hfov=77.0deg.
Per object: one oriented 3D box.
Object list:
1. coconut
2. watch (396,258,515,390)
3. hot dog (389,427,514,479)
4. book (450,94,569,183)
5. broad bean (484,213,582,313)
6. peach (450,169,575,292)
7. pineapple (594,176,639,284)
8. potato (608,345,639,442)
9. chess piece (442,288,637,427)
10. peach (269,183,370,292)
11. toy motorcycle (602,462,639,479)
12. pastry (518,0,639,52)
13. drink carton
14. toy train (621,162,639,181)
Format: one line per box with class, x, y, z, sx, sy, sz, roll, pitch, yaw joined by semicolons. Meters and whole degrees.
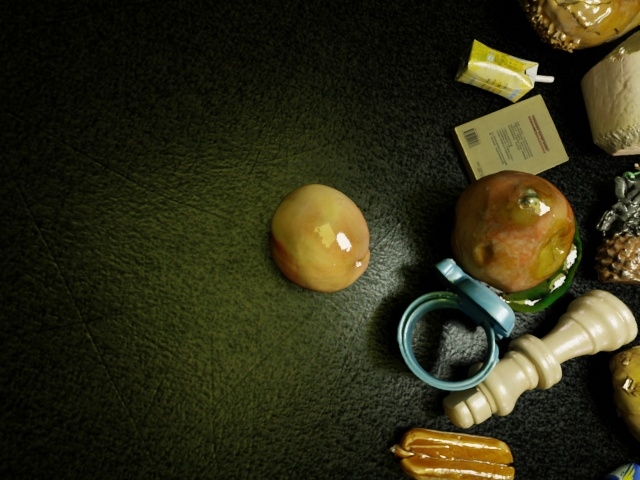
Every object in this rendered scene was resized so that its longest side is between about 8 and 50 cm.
coconut;0.677;-0.309;0.818;0.239;0.239;0.245;-6;86;-11
watch;0.230;0.162;0.725;0.211;0.211;0.193;45;89;-3
hot dog;0.243;0.403;0.747;0.235;0.062;0.092;12;66;-4
book;0.405;-0.205;0.861;0.230;0.026;0.161;-22;89;-12
broad bean;0.463;0.041;0.833;0.144;0.049;0.292;39;80;-1
peach;0.337;-0.020;0.719;0.214;0.235;0.214;-7;61;14
pineapple;0.646;-0.024;0.845;0.119;0.111;0.237;11;80;-18
potato;0.695;0.340;0.790;0.300;0.140;0.173;44;91;5
chess piece;0.407;0.232;0.773;0.397;0.117;0.117;-26;89;-10
peach;0.000;0.000;0.683;0.184;0.184;0.184;1;84;-10
toy motorcycle;0.527;0.552;0.761;0.315;0.113;0.169;-24;79;-21
pastry;0.544;-0.518;0.852;0.310;0.162;0.255;-22;78;-22
drink carton;0.392;-0.344;0.845;0.199;0.084;0.075;19;77;-4
toy train;0.743;-0.143;0.906;0.137;0.050;0.087;-21;84;-11
